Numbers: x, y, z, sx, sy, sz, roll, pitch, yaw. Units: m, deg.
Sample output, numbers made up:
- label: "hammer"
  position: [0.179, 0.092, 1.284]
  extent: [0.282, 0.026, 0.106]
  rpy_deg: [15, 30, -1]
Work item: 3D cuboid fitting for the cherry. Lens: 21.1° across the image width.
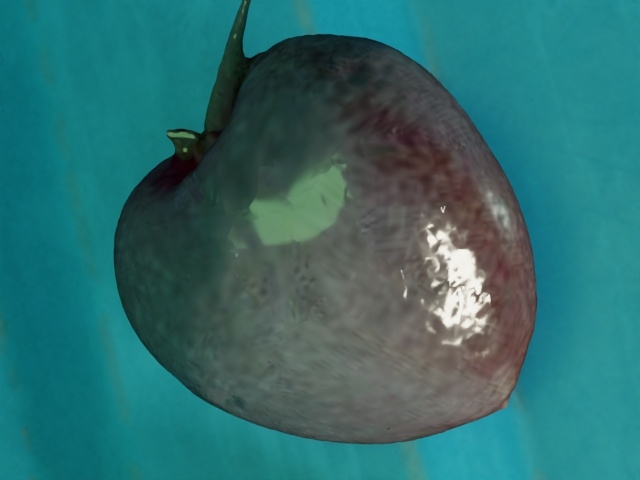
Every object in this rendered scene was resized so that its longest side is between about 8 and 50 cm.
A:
- label: "cherry"
  position: [0.000, 0.000, 0.923]
  extent: [0.266, 0.183, 0.213]
  rpy_deg: [47, 115, 1]
